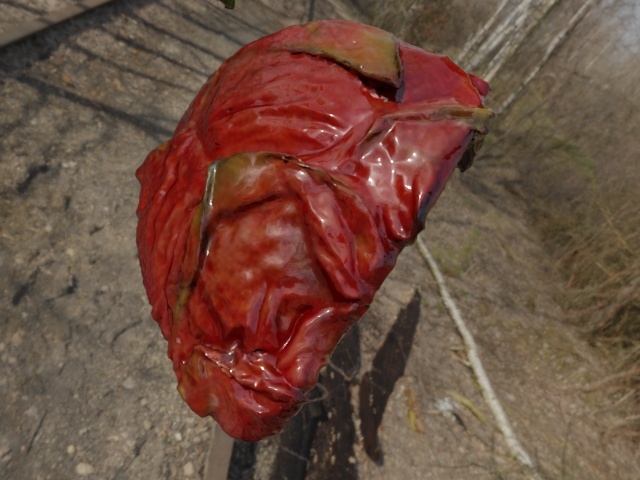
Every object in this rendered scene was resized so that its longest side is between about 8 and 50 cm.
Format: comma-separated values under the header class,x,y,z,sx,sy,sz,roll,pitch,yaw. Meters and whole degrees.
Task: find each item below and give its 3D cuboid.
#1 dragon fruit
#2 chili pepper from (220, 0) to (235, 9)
class,x,y,z,sx,sy,sz,roll,pitch,yaw
dragon fruit,0.000,0.000,0.480,0.240,0.302,0.329,33,59,-37
chili pepper,-0.109,-0.370,0.711,0.052,0.201,0.050,48,51,7
